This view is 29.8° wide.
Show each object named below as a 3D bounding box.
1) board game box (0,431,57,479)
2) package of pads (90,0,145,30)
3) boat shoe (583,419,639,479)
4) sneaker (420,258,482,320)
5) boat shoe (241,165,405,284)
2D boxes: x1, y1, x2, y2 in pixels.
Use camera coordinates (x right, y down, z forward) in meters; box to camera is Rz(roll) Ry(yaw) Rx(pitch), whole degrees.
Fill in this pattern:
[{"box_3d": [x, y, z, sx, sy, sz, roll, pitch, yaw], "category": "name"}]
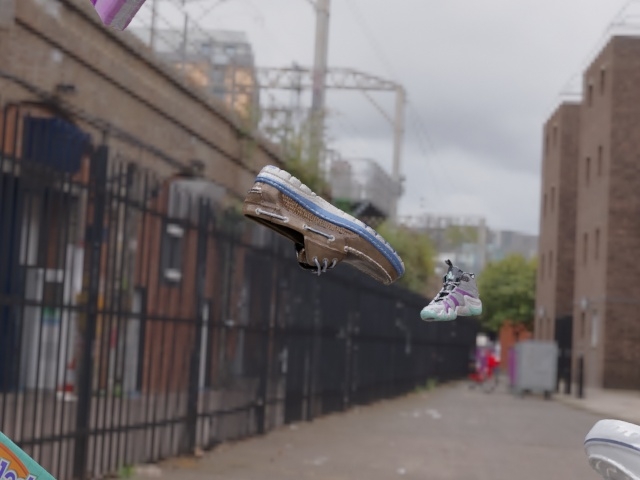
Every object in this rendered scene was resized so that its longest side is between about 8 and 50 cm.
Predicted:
[{"box_3d": [-0.237, 0.099, 0.605, 0.210, 0.047, 0.160, 5, -36, 37], "category": "board game box"}, {"box_3d": [-0.185, -0.231, 1.061, 0.050, 0.083, 0.032, -45, -28, 25], "category": "package of pads"}, {"box_3d": [0.330, 0.251, 1.087, 0.267, 0.088, 0.096, 29, -21, 47], "category": "boat shoe"}, {"box_3d": [0.146, 0.056, 1.382, 0.038, 0.069, 0.098, -6, 0, 41], "category": "sneaker"}, {"box_3d": [0.000, 0.000, 1.248, 0.183, 0.066, 0.066, 33, -16, 1], "category": "boat shoe"}]
